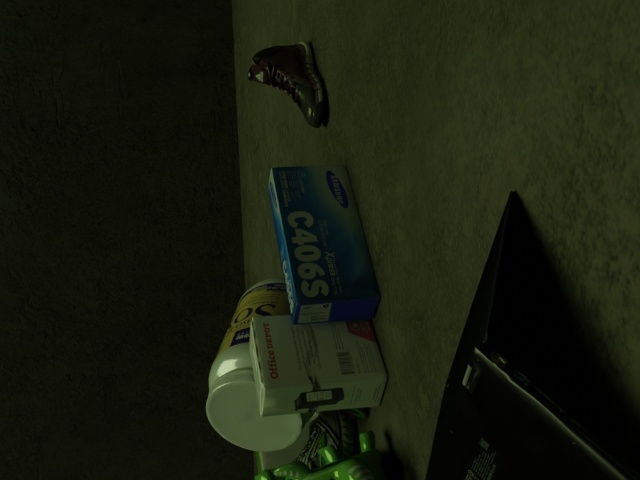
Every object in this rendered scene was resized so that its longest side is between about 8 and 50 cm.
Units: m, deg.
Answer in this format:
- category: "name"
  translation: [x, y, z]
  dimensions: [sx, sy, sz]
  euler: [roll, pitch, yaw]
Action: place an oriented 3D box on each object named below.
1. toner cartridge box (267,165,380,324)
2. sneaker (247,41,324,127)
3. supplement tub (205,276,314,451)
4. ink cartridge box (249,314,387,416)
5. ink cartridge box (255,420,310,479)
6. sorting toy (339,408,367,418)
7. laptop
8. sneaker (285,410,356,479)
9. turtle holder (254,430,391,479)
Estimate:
- category: "toner cartridge box"
  translation: [0.000, 0.000, 1.703]
  dimensions: [0.075, 0.165, 0.347]
  euler: [104, 158, -50]
- category: "sneaker"
  translation: [-0.088, -0.365, 2.009]
  dimensions: [0.106, 0.163, 0.281]
  euler: [100, 162, -45]
- category: "supplement tub"
  translation: [-0.104, 0.265, 1.841]
  dimensions: [0.331, 0.241, 0.241]
  euler: [-72, -10, -54]
- category: "ink cartridge box"
  translation: [-0.011, 0.233, 1.632]
  dimensions: [0.172, 0.237, 0.100]
  euler: [-105, 18, -44]
- category: "ink cartridge box"
  translation: [-0.063, 0.480, 2.037]
  dimensions: [0.255, 0.189, 0.097]
  euler: [-107, 17, -52]
- category: "sorting toy"
  translation: [0.068, 0.338, 1.756]
  dimensions: [0.042, 0.061, 0.102]
  euler: [-61, 9, -22]
- category: "laptop"
  translation: [0.250, 0.233, 0.980]
  dimensions: [0.408, 0.236, 0.382]
  euler: [42, 142, 32]
- category: "sneaker"
  translation: [0.000, 0.466, 1.826]
  dimensions: [0.134, 0.146, 0.343]
  euler: [107, 164, -54]
- category: "turtle holder"
  translation: [0.047, 0.489, 1.552]
  dimensions: [0.320, 0.243, 0.227]
  euler: [-29, 76, 32]
